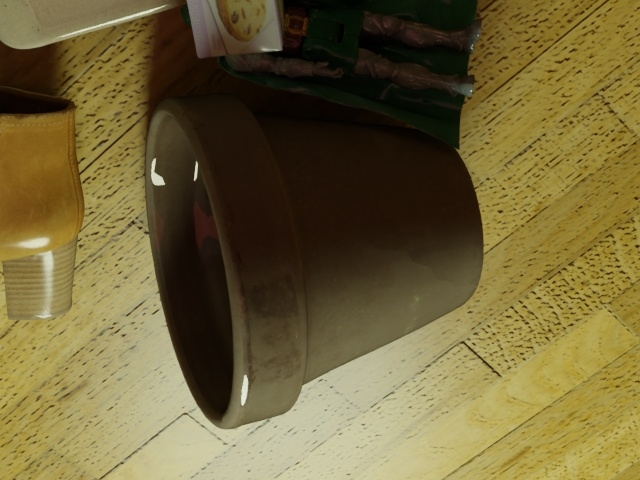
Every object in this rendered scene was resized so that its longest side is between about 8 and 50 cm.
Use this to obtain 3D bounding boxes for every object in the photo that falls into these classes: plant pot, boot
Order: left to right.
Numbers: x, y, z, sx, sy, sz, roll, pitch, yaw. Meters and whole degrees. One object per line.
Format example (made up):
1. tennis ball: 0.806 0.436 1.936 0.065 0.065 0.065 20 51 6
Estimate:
1. boot: -0.345 -0.036 1.039 0.295 0.104 0.211 -1 116 -7
2. plant pot: 0.000 0.000 1.005 0.229 0.263 0.263 -10 124 -18

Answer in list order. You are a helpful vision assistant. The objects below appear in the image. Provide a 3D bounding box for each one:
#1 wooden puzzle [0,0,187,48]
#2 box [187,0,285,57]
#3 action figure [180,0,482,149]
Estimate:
1. wooden puzzle: -0.127 -0.325 0.878 0.347 0.080 0.322 -12 122 10
2. box: -0.076 -0.278 0.821 0.067 0.063 0.324 -5 123 4
3. action figure: 0.006 -0.157 0.977 0.232 0.137 0.063 8 164 -3
